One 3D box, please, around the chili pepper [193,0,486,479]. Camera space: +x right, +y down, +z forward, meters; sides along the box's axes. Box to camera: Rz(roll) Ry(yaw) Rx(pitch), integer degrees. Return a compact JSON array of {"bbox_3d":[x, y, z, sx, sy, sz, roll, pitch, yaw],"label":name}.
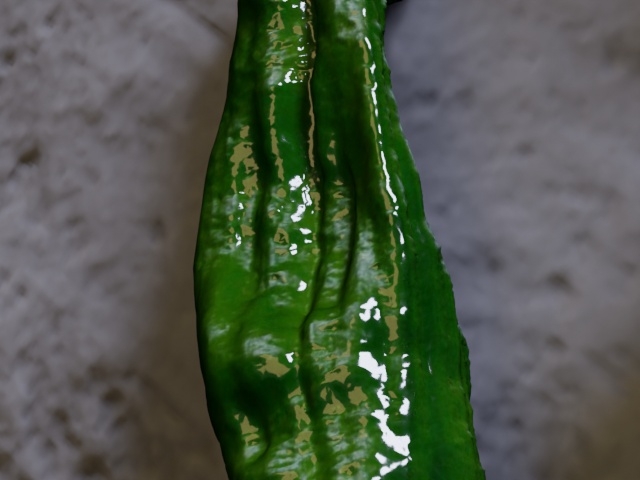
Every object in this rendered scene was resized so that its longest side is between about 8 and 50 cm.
[{"bbox_3d":[0.006,0.000,0.557,0.100,0.074,0.257,-17,70,30],"label":"chili pepper"}]
